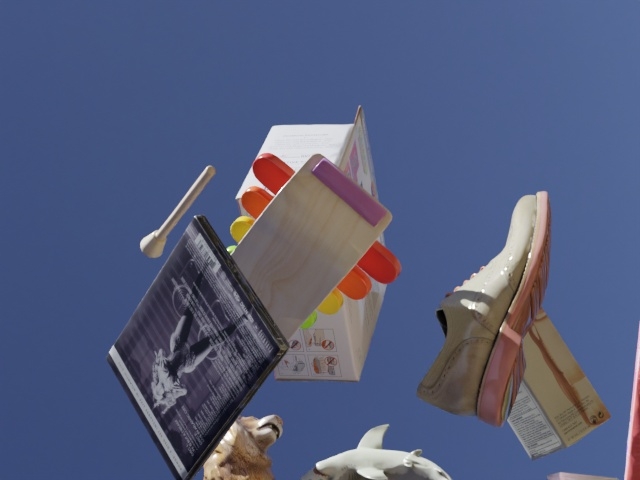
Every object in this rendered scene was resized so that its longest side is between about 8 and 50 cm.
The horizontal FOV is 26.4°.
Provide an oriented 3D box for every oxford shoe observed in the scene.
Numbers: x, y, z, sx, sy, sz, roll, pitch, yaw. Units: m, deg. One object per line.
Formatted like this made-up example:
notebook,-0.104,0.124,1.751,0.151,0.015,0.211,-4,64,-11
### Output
oxford shoe,0.249,0.079,2.005,0.140,0.147,0.397,78,-152,-50

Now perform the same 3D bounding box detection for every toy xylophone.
toy xylophone,-0.066,0.017,1.574,0.236,0.323,0.081,46,-134,-6

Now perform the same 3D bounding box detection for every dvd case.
dvd case,-0.124,0.109,1.324,0.018,0.164,0.221,-7,-37,-44

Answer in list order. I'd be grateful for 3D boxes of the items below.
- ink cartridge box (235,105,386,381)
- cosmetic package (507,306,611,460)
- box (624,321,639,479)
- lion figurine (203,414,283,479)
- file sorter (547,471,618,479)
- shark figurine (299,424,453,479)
ink cartridge box,0.000,0.000,1.948,0.272,0.130,0.309,-68,-27,-55
cosmetic package,0.412,0.262,2.662,0.129,0.153,0.296,-29,-96,-25
box,0.410,0.232,1.486,0.142,0.154,0.299,27,-110,-73
lion figurine,-0.073,0.457,2.045,0.240,0.142,0.392,-124,17,-72
file sorter,0.282,0.443,1.692,0.193,0.173,0.277,19,-121,-56
shark figurine,0.125,0.365,1.995,0.166,0.278,0.116,-38,-53,-47
